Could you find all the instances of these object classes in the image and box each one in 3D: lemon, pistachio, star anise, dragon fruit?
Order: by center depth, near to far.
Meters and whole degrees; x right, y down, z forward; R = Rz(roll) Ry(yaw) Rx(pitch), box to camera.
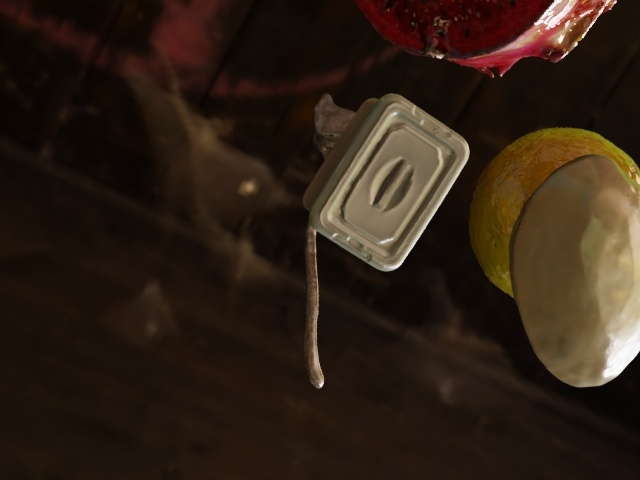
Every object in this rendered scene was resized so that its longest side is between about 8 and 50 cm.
[{"bbox_3d":[0.000,0.000,1.739,0.227,0.148,0.218,-35,-103,-32],"label":"star anise"},{"bbox_3d":[0.251,0.025,1.764,0.152,0.223,0.126,-5,-158,-2],"label":"pistachio"},{"bbox_3d":[0.215,-0.363,2.088,0.386,0.371,0.249,17,-169,43],"label":"dragon fruit"},{"bbox_3d":[0.294,-0.024,2.328,0.236,0.263,0.236,2,-101,-12],"label":"lemon"}]

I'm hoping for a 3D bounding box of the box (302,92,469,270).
[{"bbox_3d":[0.046,-0.049,1.480,0.089,0.122,0.062,32,-179,-23],"label":"box"}]
